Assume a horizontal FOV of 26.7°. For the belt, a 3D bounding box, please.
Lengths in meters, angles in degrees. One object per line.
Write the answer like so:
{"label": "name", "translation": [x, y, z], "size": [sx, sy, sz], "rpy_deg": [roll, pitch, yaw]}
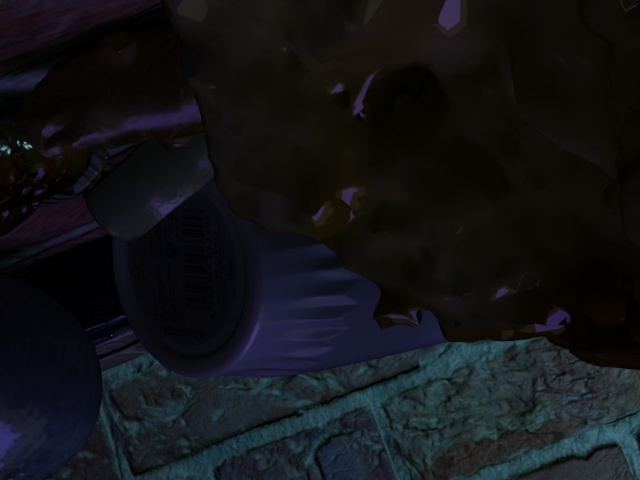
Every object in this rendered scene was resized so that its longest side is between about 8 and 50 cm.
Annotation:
{"label": "belt", "translation": [-0.276, 0.081, 1.594], "size": [0.230, 0.126, 0.139], "rpy_deg": [-24, 171, 13]}

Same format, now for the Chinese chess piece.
{"label": "Chinese chess piece", "translation": [-0.123, -0.061, 1.074], "size": [0.144, 0.058, 0.144], "rpy_deg": [-40, -171, 7]}

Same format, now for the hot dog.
{"label": "hot dog", "translation": [-0.266, -0.036, 0.934], "size": [0.162, 0.082, 0.270], "rpy_deg": [-24, 173, 35]}

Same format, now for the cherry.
{"label": "cherry", "translation": [-0.366, 0.153, 1.419], "size": [0.296, 0.218, 0.255], "rpy_deg": [15, 111, -43]}

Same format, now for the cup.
{"label": "cup", "translation": [0.000, 0.000, 1.322], "size": [0.371, 0.253, 0.253], "rpy_deg": [-8, 166, -46]}

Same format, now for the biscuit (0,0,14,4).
{"label": "biscuit", "translation": [-0.092, -0.160, 0.489], "size": [0.179, 0.084, 0.281], "rpy_deg": [-19, 172, -19]}

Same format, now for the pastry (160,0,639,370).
{"label": "pastry", "translation": [0.114, -0.144, 0.352], "size": [0.337, 0.292, 0.405], "rpy_deg": [-49, 163, -14]}

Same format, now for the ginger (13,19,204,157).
{"label": "ginger", "translation": [-0.096, -0.104, 0.894], "size": [0.205, 0.081, 0.115], "rpy_deg": [-23, 167, 5]}
